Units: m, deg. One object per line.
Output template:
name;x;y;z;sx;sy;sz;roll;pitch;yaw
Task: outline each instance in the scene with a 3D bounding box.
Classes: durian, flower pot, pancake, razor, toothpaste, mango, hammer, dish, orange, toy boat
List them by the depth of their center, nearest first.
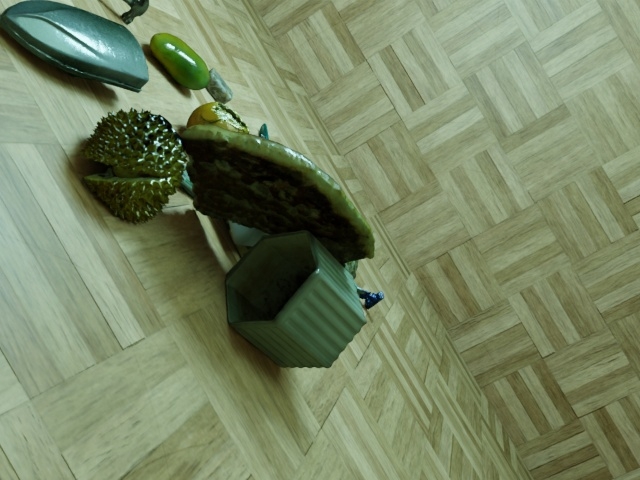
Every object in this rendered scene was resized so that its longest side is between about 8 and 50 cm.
durian;-0.298;-0.146;1.151;0.193;0.137;0.237;52;15;-29
toy boat;-0.438;-0.352;1.200;0.141;0.092;0.319;63;22;11
pancake;-0.073;-0.076;1.285;0.426;0.305;0.067;23;61;-8
flower pot;-0.049;0.118;1.312;0.189;0.209;0.239;48;17;-37
toothpaste;-0.291;-0.139;1.362;0.218;0.041;0.064;42;34;-56
dish;-0.167;-0.088;1.489;0.212;0.077;0.151;64;17;17
hammer;-0.487;-0.579;1.494;0.246;0.103;0.029;25;42;-53
orange;-0.238;-0.249;1.563;0.155;0.134;0.155;60;8;-14
mango;-0.352;-0.455;1.680;0.191;0.085;0.122;46;23;-44
razor;0.083;0.074;2.158;0.056;0.093;0.324;-24;78;-40

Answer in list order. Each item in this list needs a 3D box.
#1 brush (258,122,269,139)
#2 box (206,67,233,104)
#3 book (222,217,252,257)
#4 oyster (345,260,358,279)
brush;-0.183;-0.320;2.069;0.032;0.043;0.193;31;26;-28
box;-0.295;-0.438;1.914;0.098;0.045;0.062;52;17;-31
book;-0.171;-0.023;1.550;0.231;0.026;0.161;62;15;11
oyster;0.004;0.003;1.896;0.162;0.158;0.351;-25;92;-33
